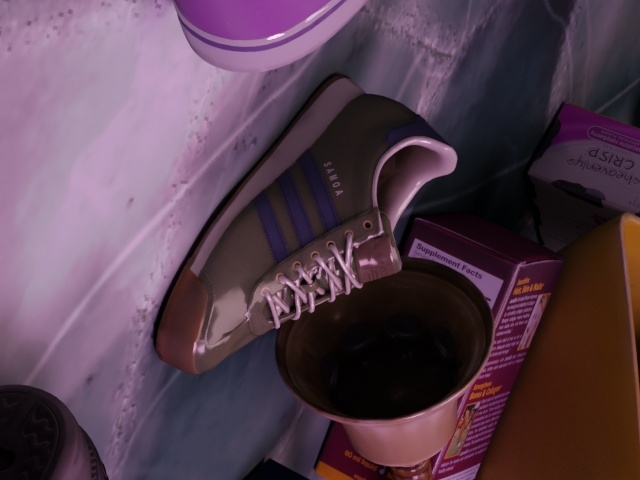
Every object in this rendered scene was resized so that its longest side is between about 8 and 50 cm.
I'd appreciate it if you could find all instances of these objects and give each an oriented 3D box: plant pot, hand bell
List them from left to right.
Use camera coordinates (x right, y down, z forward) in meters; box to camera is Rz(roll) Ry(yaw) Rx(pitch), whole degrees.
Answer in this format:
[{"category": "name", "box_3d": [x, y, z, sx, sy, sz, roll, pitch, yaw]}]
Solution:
[{"category": "hand bell", "box_3d": [0.056, 0.136, 1.187, 0.126, 0.126, 0.242, -51, 146, -32]}, {"category": "plant pot", "box_3d": [0.205, 0.131, 1.383, 0.212, 0.187, 0.212, 23, 57, -42]}]

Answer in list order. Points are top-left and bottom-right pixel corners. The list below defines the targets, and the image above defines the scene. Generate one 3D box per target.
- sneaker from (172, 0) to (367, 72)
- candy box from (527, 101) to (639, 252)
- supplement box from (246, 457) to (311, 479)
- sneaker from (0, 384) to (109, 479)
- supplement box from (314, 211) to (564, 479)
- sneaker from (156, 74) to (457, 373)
[{"category": "sneaker", "box_3d": [0.029, -0.216, 0.837, 0.282, 0.102, 0.161, -55, 153, -25]}, {"category": "candy box", "box_3d": [0.254, -0.001, 1.509, 0.071, 0.159, 0.233, -61, 159, -17]}, {"category": "supplement box", "box_3d": [-0.017, 0.195, 1.188, 0.056, 0.083, 0.083, -41, 149, -44]}, {"category": "sneaker", "box_3d": [-0.155, 0.186, 0.851, 0.227, 0.087, 0.130, -63, 153, -20]}, {"category": "supplement box", "box_3d": [0.080, 0.082, 1.298, 0.104, 0.081, 0.188, -5, 118, -66]}, {"category": "sneaker", "box_3d": [0.000, 0.000, 1.014, 0.192, 0.086, 0.064, -55, 156, -24]}]
